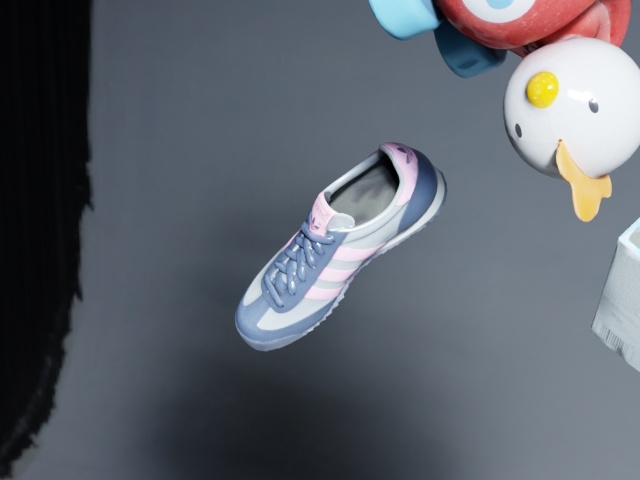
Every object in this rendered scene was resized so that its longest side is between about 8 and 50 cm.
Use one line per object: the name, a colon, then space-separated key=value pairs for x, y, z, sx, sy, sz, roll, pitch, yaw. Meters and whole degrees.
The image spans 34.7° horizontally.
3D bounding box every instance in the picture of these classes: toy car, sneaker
toy car: x=0.182 y=-0.135 z=0.791 sx=0.219 sy=0.238 sz=0.210 roll=-19 pitch=-20 yaw=33
sneaker: x=0.000 y=0.000 z=1.219 sx=0.112 sy=0.319 sz=0.131 roll=50 pitch=8 yaw=32

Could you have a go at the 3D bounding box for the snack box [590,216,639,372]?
snack box: x=0.393 y=0.125 z=0.912 sx=0.060 sy=0.187 sz=0.322 roll=-39 pitch=63 yaw=-17
